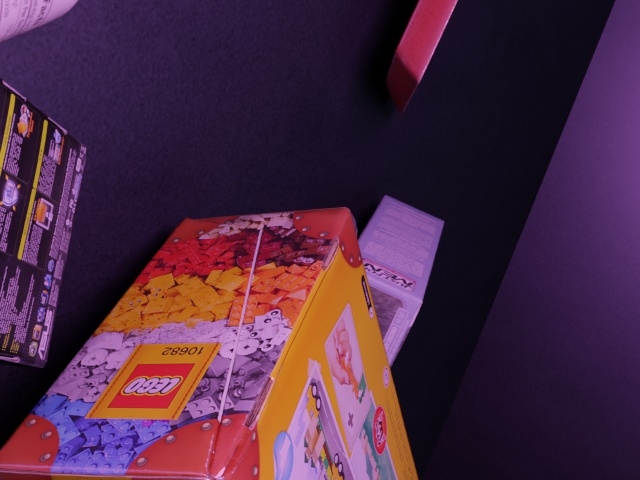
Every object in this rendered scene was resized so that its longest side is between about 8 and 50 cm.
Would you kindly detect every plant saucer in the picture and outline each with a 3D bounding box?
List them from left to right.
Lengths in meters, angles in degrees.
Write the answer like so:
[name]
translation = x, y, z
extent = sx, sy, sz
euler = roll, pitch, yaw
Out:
[plant saucer]
translation = 0.156, -0.316, 1.176
extent = 0.259, 0.047, 0.259
euler = 41, 74, -89

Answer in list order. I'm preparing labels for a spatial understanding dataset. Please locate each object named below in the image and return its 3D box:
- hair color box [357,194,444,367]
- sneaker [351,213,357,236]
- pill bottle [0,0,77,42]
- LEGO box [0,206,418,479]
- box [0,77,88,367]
[hair color box]
translation = 0.080, 0.078, 1.253
extent = 0.374, 0.113, 0.185
euler = -53, 167, -69
[sneaker]
translation = 0.000, 0.000, 1.230
extent = 0.166, 0.065, 0.076
euler = -49, 147, -38
[pill bottle]
translation = -0.212, -0.182, 0.510
extent = 0.229, 0.131, 0.131
euler = -42, 147, -44
[LEGO box]
translation = -0.048, 0.275, 0.847
extent = 0.372, 0.193, 0.500
euler = -62, 143, -54
[box]
translation = -0.240, -0.011, 0.626
extent = 0.184, 0.045, 0.191
euler = 48, 48, -72
